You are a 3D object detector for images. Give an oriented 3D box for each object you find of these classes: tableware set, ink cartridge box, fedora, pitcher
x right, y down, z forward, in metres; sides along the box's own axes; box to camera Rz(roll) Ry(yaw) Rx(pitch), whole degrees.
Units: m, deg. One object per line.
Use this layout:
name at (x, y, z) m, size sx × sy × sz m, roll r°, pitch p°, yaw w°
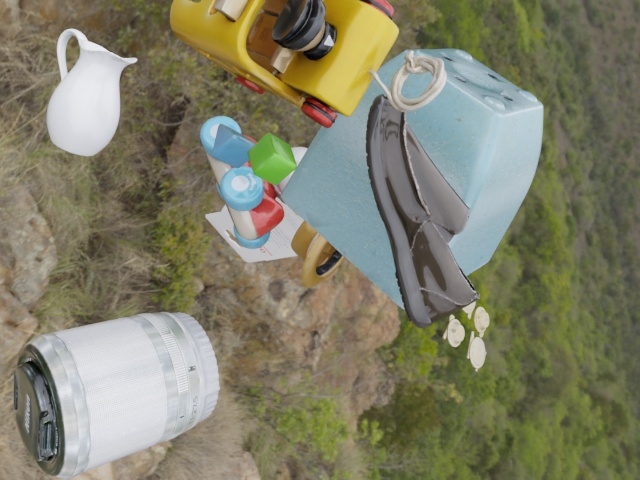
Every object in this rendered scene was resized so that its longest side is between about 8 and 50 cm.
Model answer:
tableware set at (0.306, 0.174, 1.169) m, size 0.168 × 0.020 × 0.141 m, roll 48°, pitch 53°, yaw -33°
ink cartridge box at (-0.104, -0.064, 1.476) m, size 0.207 × 0.353 × 0.119 m, roll 52°, pitch 45°, yaw -31°
fedora at (0.000, 0.000, 1.098) m, size 0.079 × 0.194 × 0.194 m, roll 35°, pitch 41°, yaw 19°
pitcher at (-0.459, -0.285, 1.096) m, size 0.178 × 0.207 × 0.125 m, roll 33°, pitch 19°, yaw 22°

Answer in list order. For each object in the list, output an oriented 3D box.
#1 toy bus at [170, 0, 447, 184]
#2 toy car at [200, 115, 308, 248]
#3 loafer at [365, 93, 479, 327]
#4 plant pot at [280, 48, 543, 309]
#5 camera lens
toy bus at (-0.032, -0.162, 0.429) m, size 0.104 × 0.202 × 0.191 m, roll 23°, pitch 53°, yaw -46°
toy car at (-0.077, -0.128, 1.078) m, size 0.238 × 0.219 × 0.210 m, roll -21°, pitch 69°, yaw -9°
loafer at (0.096, -0.030, 0.526) m, size 0.080 × 0.078 × 0.220 m, roll -66°, pitch 141°, yaw -70°
plant pot at (0.145, -0.108, 0.758) m, size 0.247 × 0.252 × 0.248 m, roll 42°, pitch 37°, yaw 22°
camera lens at (-0.336, 0.240, 0.937) m, size 0.274 × 0.219 × 0.219 m, roll -9°, pitch 81°, yaw -44°
